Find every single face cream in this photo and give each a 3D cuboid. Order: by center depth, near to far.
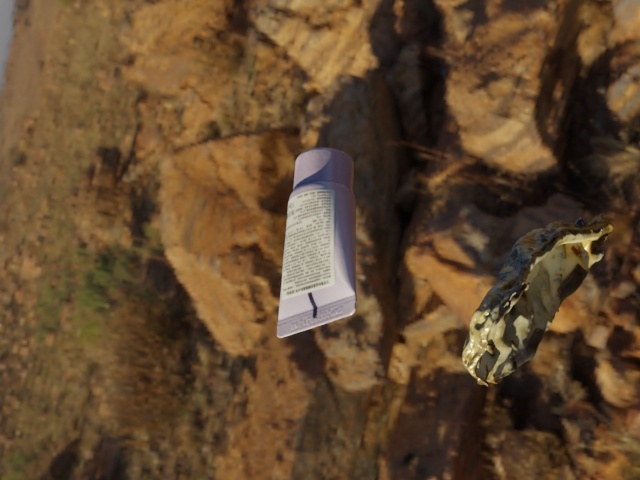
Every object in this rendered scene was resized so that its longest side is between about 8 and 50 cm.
[{"bbox_3d":[0.000,0.000,1.624,0.154,0.096,0.273,-19,55,37],"label":"face cream"}]

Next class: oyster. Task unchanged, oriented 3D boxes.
[{"bbox_3d":[0.250,0.052,1.272,0.079,0.345,0.128,13,124,33],"label":"oyster"}]
